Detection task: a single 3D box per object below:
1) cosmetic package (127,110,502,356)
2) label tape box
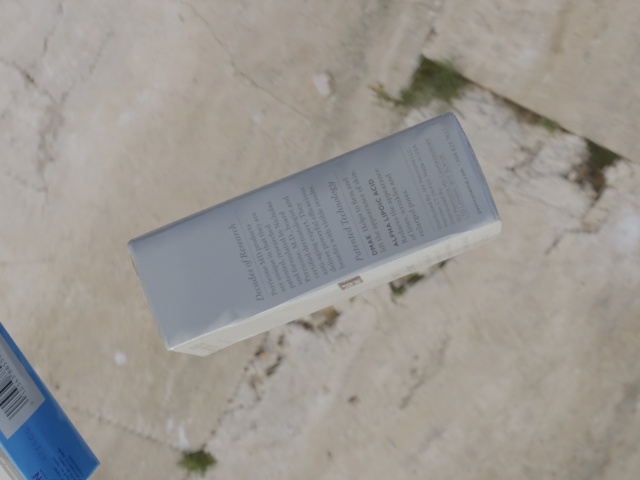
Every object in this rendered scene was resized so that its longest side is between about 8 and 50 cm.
[{"bbox_3d":[0.000,0.000,1.010,0.231,0.117,0.085,-23,82,5],"label":"cosmetic package"},{"bbox_3d":[-0.491,0.247,1.989,0.348,0.115,0.249,-13,117,39],"label":"label tape box"}]
